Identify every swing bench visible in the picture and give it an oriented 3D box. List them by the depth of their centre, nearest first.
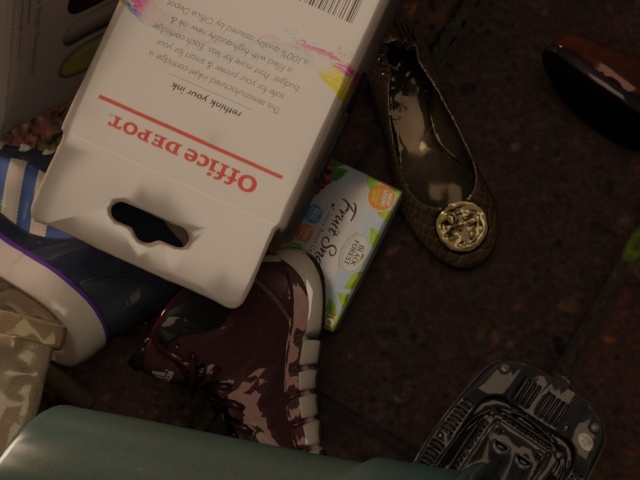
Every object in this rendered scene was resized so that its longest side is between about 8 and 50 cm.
[{"bbox_3d":[-0.303,0.198,1.624,0.165,0.255,0.253,14,74,4],"label":"swing bench"}]

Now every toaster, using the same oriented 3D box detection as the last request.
[{"bbox_3d":[0.140,0.216,1.674,0.129,0.146,0.227,32,75,10],"label":"toaster"}]

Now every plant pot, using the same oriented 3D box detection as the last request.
[{"bbox_3d":[-0.078,0.285,1.457,0.334,0.341,0.341,14,73,15],"label":"plant pot"}]

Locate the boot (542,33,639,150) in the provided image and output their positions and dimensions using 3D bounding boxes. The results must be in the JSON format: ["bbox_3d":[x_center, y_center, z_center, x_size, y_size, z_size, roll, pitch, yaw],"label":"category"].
[{"bbox_3d":[0.370,-0.205,1.828,0.264,0.096,0.280,26,74,8],"label":"boot"}]

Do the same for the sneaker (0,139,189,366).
[{"bbox_3d":[-0.240,-0.047,1.783,0.323,0.130,0.236,35,58,23],"label":"sneaker"}]

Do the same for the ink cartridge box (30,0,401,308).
[{"bbox_3d":[-0.076,-0.134,1.664,0.207,0.119,0.353,25,86,5],"label":"ink cartridge box"}]

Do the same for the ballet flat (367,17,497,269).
[{"bbox_3d":[0.097,-0.093,1.813,0.084,0.058,0.250,-16,74,-4],"label":"ballet flat"}]

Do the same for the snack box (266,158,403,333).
[{"bbox_3d":[0.000,0.000,1.786,0.100,0.037,0.141,25,85,7],"label":"snack box"}]

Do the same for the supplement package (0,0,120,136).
[{"bbox_3d":[-0.248,-0.235,1.744,0.149,0.194,0.203,41,53,22],"label":"supplement package"}]

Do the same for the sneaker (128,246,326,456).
[{"bbox_3d":[-0.084,0.143,1.691,0.162,0.106,0.281,4,78,-19],"label":"sneaker"}]
